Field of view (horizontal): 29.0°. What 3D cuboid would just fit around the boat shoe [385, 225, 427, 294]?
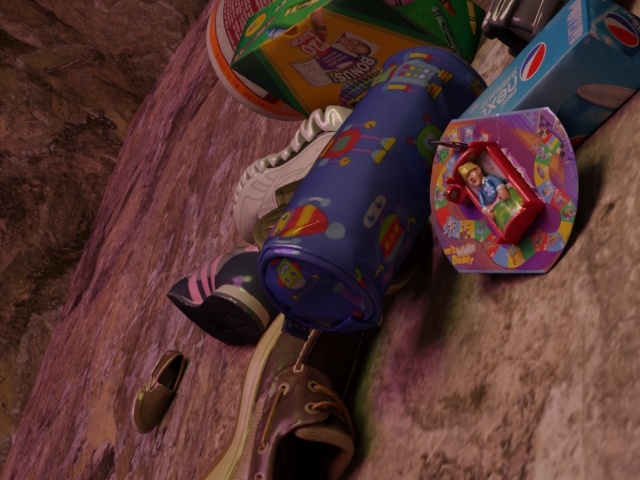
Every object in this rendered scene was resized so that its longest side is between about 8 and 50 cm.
[{"bbox_3d":[0.071,-0.001,1.265,0.190,0.068,0.072,-72,3,-51],"label":"boat shoe"}]

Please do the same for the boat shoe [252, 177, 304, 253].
[{"bbox_3d":[0.000,0.000,1.327,0.113,0.103,0.302,-17,11,9],"label":"boat shoe"}]

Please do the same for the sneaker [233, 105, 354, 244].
[{"bbox_3d":[-0.033,-0.056,1.585,0.292,0.110,0.118,-43,35,50],"label":"sneaker"}]

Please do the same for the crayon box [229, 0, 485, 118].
[{"bbox_3d":[0.038,-0.237,1.456,0.278,0.165,0.081,-21,45,53],"label":"crayon box"}]

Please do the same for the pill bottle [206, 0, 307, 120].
[{"bbox_3d":[0.018,-0.332,1.632,0.392,0.224,0.224,-36,31,57],"label":"pill bottle"}]

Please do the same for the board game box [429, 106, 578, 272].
[{"bbox_3d":[0.136,-0.039,1.015,0.169,0.033,0.133,-1,89,53],"label":"board game box"}]

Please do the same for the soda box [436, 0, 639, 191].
[{"bbox_3d":[0.187,-0.113,1.052,0.210,0.071,0.067,-47,24,43],"label":"soda box"}]

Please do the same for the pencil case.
[{"bbox_3d":[0.057,-0.046,1.158,0.119,0.133,0.306,-19,32,50],"label":"pencil case"}]

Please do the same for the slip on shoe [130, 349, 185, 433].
[{"bbox_3d":[-0.242,0.227,1.864,0.041,0.051,0.135,-11,47,55],"label":"slip on shoe"}]

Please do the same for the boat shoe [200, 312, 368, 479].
[{"bbox_3d":[-0.015,0.189,1.169,0.123,0.123,0.342,1,49,38],"label":"boat shoe"}]

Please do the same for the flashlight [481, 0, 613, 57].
[{"bbox_3d":[0.253,-0.301,1.100,0.304,0.103,0.103,-64,0,-4],"label":"flashlight"}]

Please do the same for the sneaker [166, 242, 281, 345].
[{"bbox_3d":[-0.107,0.061,1.648,0.131,0.112,0.319,-52,17,-17],"label":"sneaker"}]
